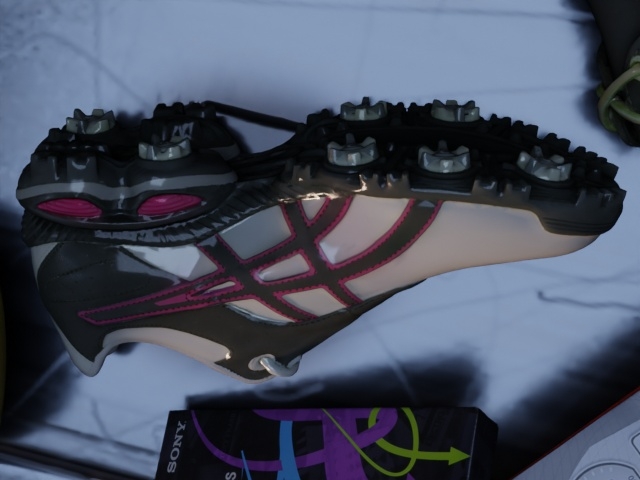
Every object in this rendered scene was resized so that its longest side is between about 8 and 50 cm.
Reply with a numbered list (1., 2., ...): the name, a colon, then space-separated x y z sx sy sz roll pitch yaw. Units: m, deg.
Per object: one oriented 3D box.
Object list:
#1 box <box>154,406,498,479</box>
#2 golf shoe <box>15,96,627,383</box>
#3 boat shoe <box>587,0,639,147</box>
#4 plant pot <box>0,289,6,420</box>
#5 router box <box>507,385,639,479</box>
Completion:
1. box: -0.007 0.131 0.636 0.162 0.029 0.116 -5 60 29
2. golf shoe: 0.000 0.000 0.657 0.273 0.105 0.120 0 110 11
3. boat shoe: 0.177 -0.061 0.619 0.091 0.109 0.305 -44 94 2
4. plant pot: -0.200 0.039 0.661 0.134 0.134 0.095 16 70 4
5. router box: 0.156 0.259 0.607 0.301 0.082 0.335 -37 71 7
